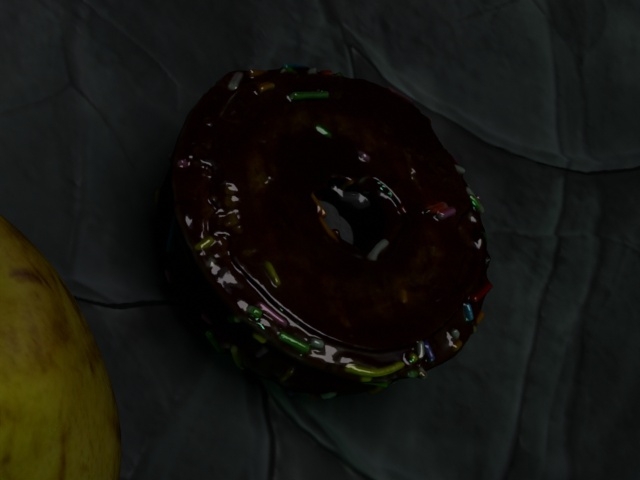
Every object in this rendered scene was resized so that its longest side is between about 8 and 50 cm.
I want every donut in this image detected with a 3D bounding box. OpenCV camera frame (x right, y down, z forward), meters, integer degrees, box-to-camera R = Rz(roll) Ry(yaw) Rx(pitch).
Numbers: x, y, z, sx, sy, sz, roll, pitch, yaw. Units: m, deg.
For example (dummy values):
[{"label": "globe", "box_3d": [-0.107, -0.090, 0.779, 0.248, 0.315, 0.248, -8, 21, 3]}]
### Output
[{"label": "donut", "box_3d": [0.000, 0.000, 1.266, 0.235, 0.089, 0.235, 17, 52, -23]}]

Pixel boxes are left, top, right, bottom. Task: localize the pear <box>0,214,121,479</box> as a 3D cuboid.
[{"label": "pear", "box_3d": [-0.224, 0.099, 0.934, 0.281, 0.281, 0.280, 17, 53, -23]}]
